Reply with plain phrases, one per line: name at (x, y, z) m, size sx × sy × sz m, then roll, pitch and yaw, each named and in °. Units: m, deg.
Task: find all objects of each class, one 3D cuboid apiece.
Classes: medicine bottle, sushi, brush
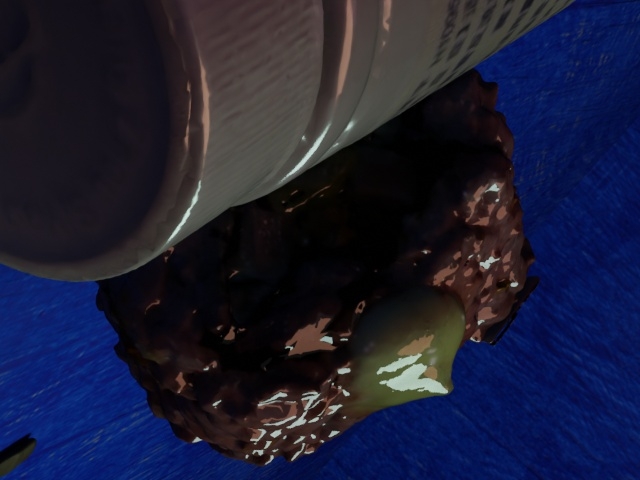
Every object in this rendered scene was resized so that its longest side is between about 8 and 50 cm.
medicine bottle at (-0.019, -0.129, 0.749) m, size 0.332 × 0.190 × 0.190 m, roll -34°, pitch 164°, yaw -46°
sushi at (0.000, 0.000, 1.160) m, size 0.270 × 0.236 × 0.171 m, roll -29°, pitch 158°, yaw -12°
brush at (-0.267, 0.196, 1.440) m, size 0.190 × 0.027 × 0.034 m, roll -33°, pitch 165°, yaw -52°

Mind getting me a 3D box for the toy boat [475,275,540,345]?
toy boat at (0.055, -0.024, 1.355) m, size 0.318 × 0.072 × 0.219 m, roll 1°, pitch -125°, yaw 55°
